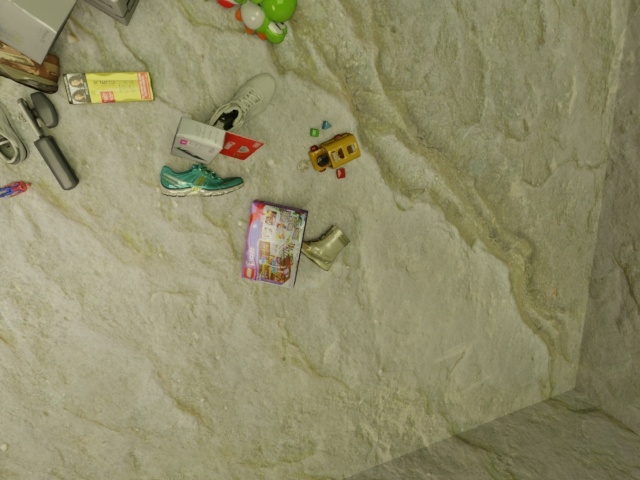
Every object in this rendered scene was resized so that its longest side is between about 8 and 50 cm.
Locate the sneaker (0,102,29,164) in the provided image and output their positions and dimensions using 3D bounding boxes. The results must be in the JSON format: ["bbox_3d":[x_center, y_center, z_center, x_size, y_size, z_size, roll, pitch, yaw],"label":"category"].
[{"bbox_3d":[-0.913,-0.321,1.150,0.090,0.095,0.235,-32,114,-5],"label":"sneaker"}]

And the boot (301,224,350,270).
[{"bbox_3d":[0.000,0.000,1.595,0.213,0.077,0.165,39,91,-27],"label":"boot"}]

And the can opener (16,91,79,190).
[{"bbox_3d":[-0.790,-0.286,1.215,0.093,0.074,0.281,-21,114,-12],"label":"can opener"}]

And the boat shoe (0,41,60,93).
[{"bbox_3d":[-0.869,-0.503,1.096,0.323,0.122,0.120,16,95,-30],"label":"boat shoe"}]

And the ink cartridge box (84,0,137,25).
[{"bbox_3d":[-0.574,-0.677,1.034,0.211,0.289,0.122,26,95,-25],"label":"ink cartridge box"}]

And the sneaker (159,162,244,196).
[{"bbox_3d":[-0.391,-0.201,1.374,0.274,0.107,0.110,-2,101,-18],"label":"sneaker"}]

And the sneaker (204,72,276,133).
[{"bbox_3d":[-0.240,-0.419,1.309,0.292,0.169,0.108,-43,115,-2],"label":"sneaker"}]

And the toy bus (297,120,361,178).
[{"bbox_3d":[0.043,-0.307,1.483,0.190,0.104,0.202,16,102,-23],"label":"toy bus"}]

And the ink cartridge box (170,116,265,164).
[{"bbox_3d":[-0.324,-0.280,1.269,0.238,0.275,0.060,15,84,-23],"label":"ink cartridge box"}]

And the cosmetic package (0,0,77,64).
[{"bbox_3d":[-0.727,-0.570,0.971,0.224,0.223,0.138,29,70,-38],"label":"cosmetic package"}]

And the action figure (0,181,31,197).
[{"bbox_3d":[-0.930,-0.150,1.242,0.115,0.030,0.038,-22,109,-13],"label":"action figure"}]

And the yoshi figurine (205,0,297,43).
[{"bbox_3d":[-0.207,-0.749,1.192,0.362,0.203,0.204,36,85,-32],"label":"yoshi figurine"}]

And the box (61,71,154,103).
[{"bbox_3d":[-0.621,-0.451,1.224,0.232,0.058,0.088,-8,110,-17],"label":"box"}]

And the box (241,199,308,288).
[{"bbox_3d":[-0.168,0.015,1.508,0.200,0.057,0.294,13,106,3],"label":"box"}]
